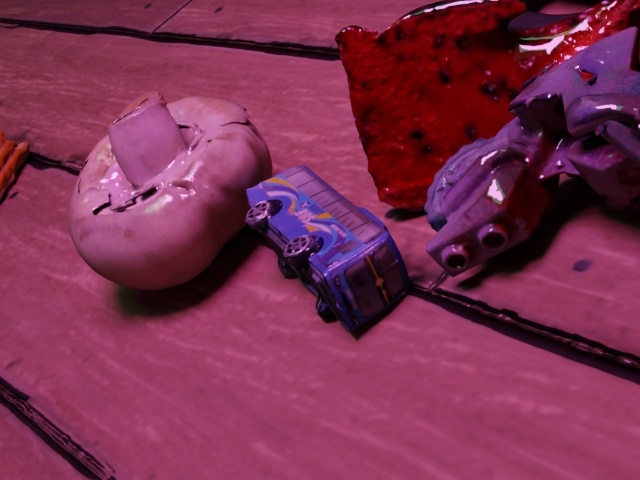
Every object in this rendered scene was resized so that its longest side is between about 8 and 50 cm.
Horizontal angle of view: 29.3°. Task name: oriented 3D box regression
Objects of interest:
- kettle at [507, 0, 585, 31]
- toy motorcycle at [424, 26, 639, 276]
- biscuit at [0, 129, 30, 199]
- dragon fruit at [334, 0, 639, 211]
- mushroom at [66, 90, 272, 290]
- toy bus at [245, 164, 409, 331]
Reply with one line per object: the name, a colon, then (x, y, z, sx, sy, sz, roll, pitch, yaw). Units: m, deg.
kettle: (0.203, -0.216, 0.805, 0.232, 0.144, 0.202, 15, 85, 61)
toy motorcycle: (0.143, -0.042, 0.640, 0.213, 0.082, 0.122, -31, 28, 29)
biscuit: (-0.364, 0.023, 1.067, 0.094, 0.054, 0.378, -16, 34, 28)
dragon fruit: (0.108, -0.111, 0.740, 0.192, 0.122, 0.092, -21, 17, 26)
mushroom: (-0.106, -0.040, 0.838, 0.154, 0.122, 0.154, -18, 34, 13)
toy bus: (0.000, 0.000, 0.744, 0.061, 0.051, 0.153, -32, 28, -9)
